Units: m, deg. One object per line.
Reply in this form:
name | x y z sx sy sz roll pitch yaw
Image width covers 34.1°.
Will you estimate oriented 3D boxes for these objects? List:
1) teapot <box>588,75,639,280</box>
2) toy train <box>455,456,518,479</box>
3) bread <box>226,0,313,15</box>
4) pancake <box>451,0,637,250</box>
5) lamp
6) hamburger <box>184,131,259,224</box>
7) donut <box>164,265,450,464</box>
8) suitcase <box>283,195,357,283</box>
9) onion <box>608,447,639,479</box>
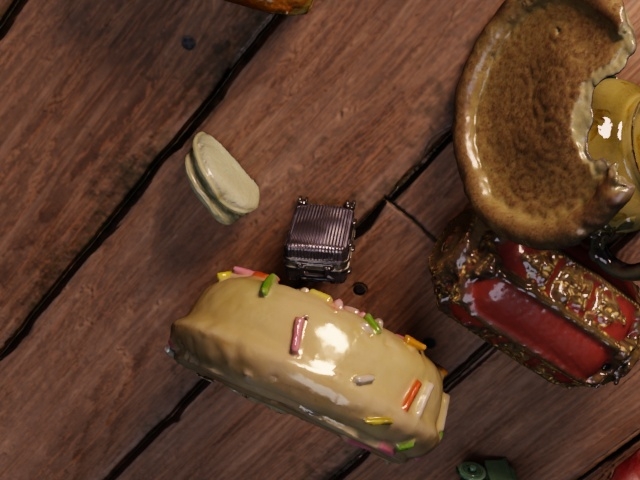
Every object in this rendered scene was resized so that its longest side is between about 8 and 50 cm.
teapot | 0.312 -0.078 1.194 0.182 0.173 0.270 -9 104 47
toy train | 0.240 0.372 1.451 0.099 0.172 0.070 0 120 -6
bread | -0.101 -0.355 1.114 0.234 0.111 0.184 15 121 -1
pancake | 0.241 -0.136 1.117 0.033 0.286 0.288 5 128 -36
lamp | 0.266 0.066 1.273 0.274 0.177 0.177 31 119 -10
hamburger | -0.129 -0.071 1.296 0.054 0.084 0.121 -26 111 22
donut | -0.005 0.156 1.311 0.371 0.307 0.150 26 79 -5
suitcase | 0.000 0.000 1.293 0.086 0.126 0.059 4 120 6
onion | 0.537 0.420 1.372 0.347 0.285 0.348 1 110 2
